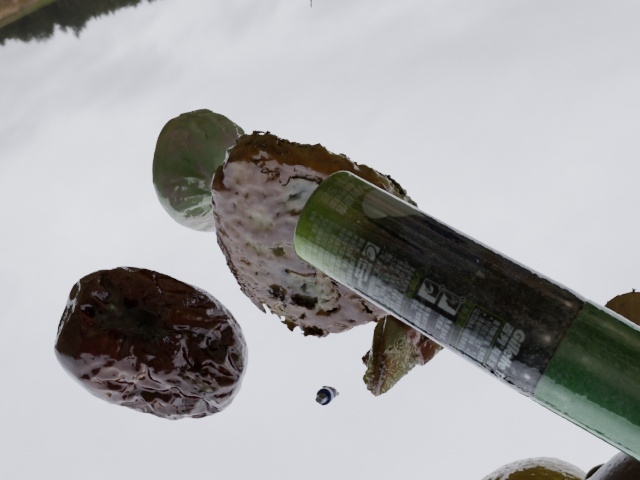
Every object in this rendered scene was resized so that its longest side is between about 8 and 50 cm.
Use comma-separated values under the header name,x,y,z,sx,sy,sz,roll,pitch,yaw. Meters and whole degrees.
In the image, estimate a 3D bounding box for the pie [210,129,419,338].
name,x,y,z,sx,sy,sz,roll,pitch,yaw
pie,0.000,0.001,0.813,0.308,0.308,0.086,-9,-146,21

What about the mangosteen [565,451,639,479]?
name,x,y,z,sx,sy,sz,roll,pitch,yaw
mangosteen,0.505,0.444,0.957,0.296,0.313,0.297,-4,-112,11

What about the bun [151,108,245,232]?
name,x,y,z,sx,sy,sz,roll,pitch,yaw
bun,-0.240,-0.163,1.533,0.187,0.293,0.293,-3,-141,33

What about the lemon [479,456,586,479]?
name,x,y,z,sx,sy,sz,roll,pitch,yaw
lemon,0.433,0.581,1.275,0.363,0.364,0.364,-16,-145,11

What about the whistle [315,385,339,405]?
name,x,y,z,sx,sy,sz,roll,pitch,yaw
whistle,0.007,0.262,1.124,0.033,0.029,0.083,21,-174,16

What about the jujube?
name,x,y,z,sx,sy,sz,roll,pitch,yaw
jujube,-0.332,0.207,1.336,0.276,0.376,0.277,-41,-146,36

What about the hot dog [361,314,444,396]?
name,x,y,z,sx,sy,sz,roll,pitch,yaw
hot dog,0.153,0.129,1.055,0.261,0.123,0.093,-35,-149,-15

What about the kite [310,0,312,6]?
name,x,y,z,sx,sy,sz,roll,pitch,yaw
kite,-0.005,-0.405,0.784,0.014,0.242,0.183,14,-169,27

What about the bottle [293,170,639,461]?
name,x,y,z,sx,sy,sz,roll,pitch,yaw
bottle,0.131,0.053,0.540,0.330,0.093,0.093,31,-122,23

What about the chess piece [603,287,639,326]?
name,x,y,z,sx,sy,sz,roll,pitch,yaw
chess piece,0.723,0.238,1.407,0.137,0.301,0.137,-38,-153,23
